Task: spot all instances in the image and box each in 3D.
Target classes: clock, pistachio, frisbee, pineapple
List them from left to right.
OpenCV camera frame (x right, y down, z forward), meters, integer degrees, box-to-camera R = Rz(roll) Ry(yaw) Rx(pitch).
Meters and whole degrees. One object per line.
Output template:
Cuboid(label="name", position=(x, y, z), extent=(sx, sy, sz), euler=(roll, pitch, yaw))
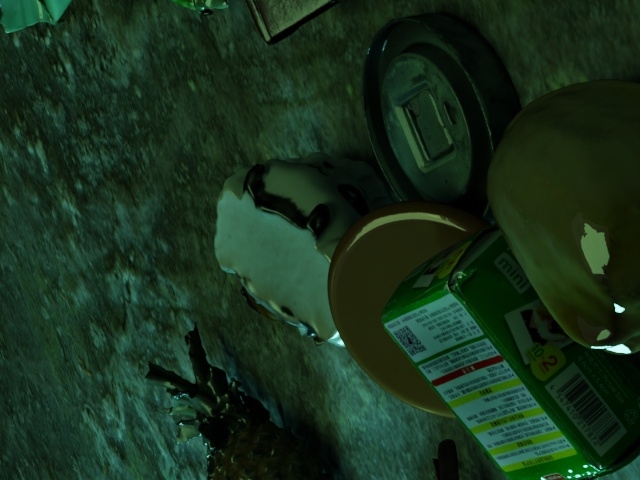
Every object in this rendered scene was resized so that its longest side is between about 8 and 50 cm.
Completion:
Cuboid(label="pineapple", position=(-0.108, 0.264, 2.451), extent=(0.364, 0.166, 0.165), euler=(-131, 34, -51))
Cuboid(label="frisbee", position=(0.118, 0.074, 1.891), extent=(0.251, 0.021, 0.250), euler=(15, 124, 23))
Cuboid(label="clock", position=(0.121, -0.116, 1.874), extent=(0.226, 0.049, 0.226), euler=(39, 139, 44))
Cuboid(label="pistachio", position=(0.238, -0.040, 1.591), extent=(0.212, 0.163, 0.260), euler=(-58, 46, 19))

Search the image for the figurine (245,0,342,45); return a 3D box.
Cuboid(label="figurine", position=(0.005, -0.268, 1.950), extent=(0.154, 0.098, 0.082), euler=(-27, 79, 38))

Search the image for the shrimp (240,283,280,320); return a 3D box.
Cuboid(label="shrimp", position=(-0.074, 0.022, 2.331), extent=(0.161, 0.049, 0.166), euler=(69, 160, 1))

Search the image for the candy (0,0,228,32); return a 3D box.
Cuboid(label="candy", position=(-0.252, -0.389, 2.273), extent=(0.398, 0.172, 0.262), euler=(3, 115, 48))

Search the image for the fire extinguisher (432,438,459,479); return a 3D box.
Cuboid(label="fire extinguisher", position=(0.130, 0.373, 2.121), extent=(0.147, 0.107, 0.337), euler=(-102, 15, -50))

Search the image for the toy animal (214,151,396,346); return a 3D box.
Cuboid(label="toy animal", position=(0.000, 0.000, 2.055), extent=(0.208, 0.156, 0.204), euler=(32, 132, 34))

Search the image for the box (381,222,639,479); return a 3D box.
Cuboid(label="box", position=(0.185, 0.111, 1.763), extent=(0.250, 0.103, 0.180), euler=(52, 153, -5))
